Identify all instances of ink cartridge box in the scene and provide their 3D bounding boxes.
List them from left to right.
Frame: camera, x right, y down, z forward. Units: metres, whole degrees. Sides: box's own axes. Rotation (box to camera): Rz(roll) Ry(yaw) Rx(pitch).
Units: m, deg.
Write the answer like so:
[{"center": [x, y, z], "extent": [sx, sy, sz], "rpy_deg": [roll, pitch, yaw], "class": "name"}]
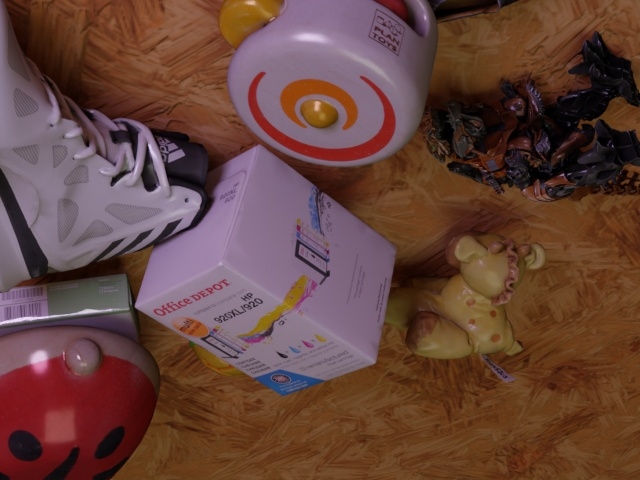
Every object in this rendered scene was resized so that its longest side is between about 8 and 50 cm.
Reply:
[{"center": [-0.324, 0.121, 1.448], "extent": [0.171, 0.056, 0.235], "rpy_deg": [-8, 157, -6], "class": "ink cartridge box"}, {"center": [-0.060, 0.040, 1.265], "extent": [0.232, 0.168, 0.171], "rpy_deg": [35, 140, -29], "class": "ink cartridge box"}]

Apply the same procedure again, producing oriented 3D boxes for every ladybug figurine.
[{"center": [-0.367, 0.247, 1.445], "extent": [0.305, 0.162, 0.449], "rpy_deg": [2, 153, -24], "class": "ladybug figurine"}]

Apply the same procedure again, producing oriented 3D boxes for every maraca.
[{"center": [-0.113, 0.138, 1.500], "extent": [0.127, 0.099, 0.186], "rpy_deg": [-3, 167, 0], "class": "maraca"}]

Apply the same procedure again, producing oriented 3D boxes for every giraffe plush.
[{"center": [0.200, 0.061, 1.447], "extent": [0.181, 0.210, 0.171], "rpy_deg": [-16, 129, -50], "class": "giraffe plush"}]

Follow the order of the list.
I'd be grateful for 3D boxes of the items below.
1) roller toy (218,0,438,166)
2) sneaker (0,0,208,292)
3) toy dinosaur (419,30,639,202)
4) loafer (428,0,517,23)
[{"center": [0.011, -0.170, 1.059], "extent": [0.191, 0.146, 0.209], "rpy_deg": [5, 145, 15], "class": "roller toy"}, {"center": [-0.247, -0.120, 1.112], "extent": [0.257, 0.169, 0.448], "rpy_deg": [-13, 151, -14], "class": "sneaker"}, {"center": [0.276, -0.116, 1.286], "extent": [0.321, 0.164, 0.218], "rpy_deg": [-6, 161, -38], "class": "toy dinosaur"}, {"center": [0.174, -0.253, 1.112], "extent": [0.170, 0.061, 0.062], "rpy_deg": [-14, 141, 1], "class": "loafer"}]
